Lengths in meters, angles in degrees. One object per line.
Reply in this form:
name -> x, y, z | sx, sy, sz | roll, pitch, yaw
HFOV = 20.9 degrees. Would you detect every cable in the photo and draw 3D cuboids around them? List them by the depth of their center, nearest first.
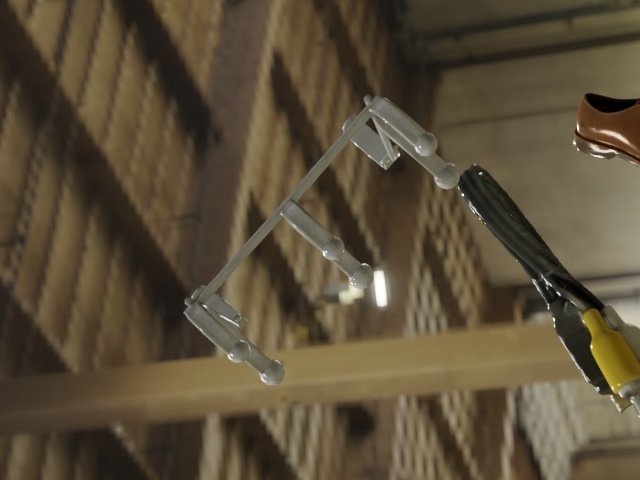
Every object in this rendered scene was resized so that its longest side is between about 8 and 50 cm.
cable -> 0.238, 0.041, 1.598 | 0.287, 0.072, 0.139 | 59, -155, 10

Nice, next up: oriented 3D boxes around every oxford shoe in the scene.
oxford shoe -> 0.396, -0.127, 2.044 | 0.076, 0.212, 0.076 | -39, -44, -50

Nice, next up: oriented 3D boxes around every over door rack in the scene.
over door rack -> 0.000, 0.000, 1.479 | 0.108, 0.239, 0.324 | 42, 179, -2
